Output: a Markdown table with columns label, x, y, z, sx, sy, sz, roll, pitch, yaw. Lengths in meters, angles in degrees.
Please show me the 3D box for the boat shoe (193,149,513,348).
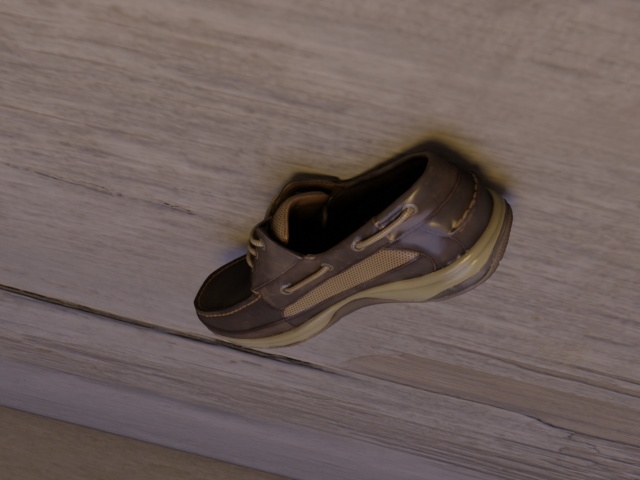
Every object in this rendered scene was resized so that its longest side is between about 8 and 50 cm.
| label | x | y | z | sx | sy | sz | roll | pitch | yaw |
| --- | --- | --- | --- | --- | --- | --- | --- | --- | --- |
| boat shoe | 0.000 | 0.000 | 0.697 | 0.355 | 0.132 | 0.130 | -22 | 125 | 34 |
